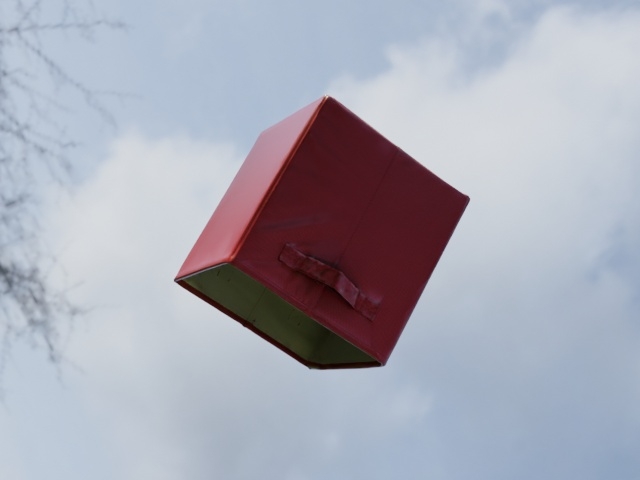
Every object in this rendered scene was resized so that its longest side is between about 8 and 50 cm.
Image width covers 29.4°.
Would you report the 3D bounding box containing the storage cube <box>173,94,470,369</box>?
[{"bbox_3d":[0.000,0.000,1.205,0.183,0.193,0.215,34,-19,-15],"label":"storage cube"}]
